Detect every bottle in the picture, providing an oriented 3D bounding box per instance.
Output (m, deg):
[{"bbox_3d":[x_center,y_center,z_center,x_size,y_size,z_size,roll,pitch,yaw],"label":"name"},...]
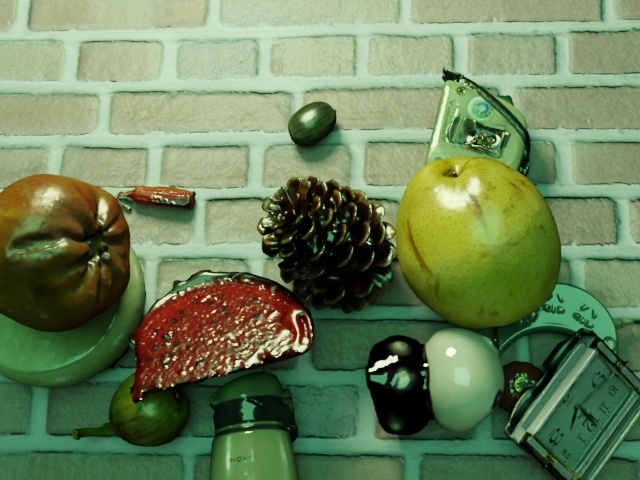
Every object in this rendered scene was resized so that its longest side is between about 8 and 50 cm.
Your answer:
[{"bbox_3d":[-0.118,0.407,1.767,0.169,0.168,0.346,-6,69,3],"label":"bottle"}]

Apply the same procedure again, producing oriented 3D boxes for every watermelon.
[{"bbox_3d":[-0.015,-0.236,1.988,0.111,0.078,0.078,-39,75,-7],"label":"watermelon"}]

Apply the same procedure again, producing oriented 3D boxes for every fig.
[{"bbox_3d":[-0.332,0.327,1.828,0.142,0.148,0.186,47,119,1],"label":"fig"}]

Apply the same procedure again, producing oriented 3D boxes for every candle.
[{"bbox_3d":[-0.330,-0.084,1.989,0.162,0.048,0.053,5,40,6],"label":"candle"}]

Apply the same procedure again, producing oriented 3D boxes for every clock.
[{"bbox_3d":[0.455,0.299,1.751,0.186,0.083,0.253,44,79,-21],"label":"clock"}]

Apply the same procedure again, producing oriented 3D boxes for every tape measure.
[{"bbox_3d":[0.315,-0.210,1.936,0.207,0.115,0.235,12,75,10],"label":"tape measure"}]

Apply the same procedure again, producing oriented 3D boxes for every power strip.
[{"bbox_3d":[0.456,0.162,1.848,0.254,0.054,0.167,5,75,7],"label":"power strip"}]

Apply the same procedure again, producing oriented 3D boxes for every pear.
[{"bbox_3d":[0.283,0.002,1.771,0.315,0.314,0.314,-1,74,4],"label":"pear"}]

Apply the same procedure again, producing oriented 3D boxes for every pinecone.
[{"bbox_3d":[0.001,0.002,1.816,0.246,0.292,0.246,-18,57,30],"label":"pinecone"}]

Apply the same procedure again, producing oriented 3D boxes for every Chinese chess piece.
[{"bbox_3d":[-0.508,0.107,1.890,0.350,0.146,0.349,-1,74,5],"label":"Chinese chess piece"}]

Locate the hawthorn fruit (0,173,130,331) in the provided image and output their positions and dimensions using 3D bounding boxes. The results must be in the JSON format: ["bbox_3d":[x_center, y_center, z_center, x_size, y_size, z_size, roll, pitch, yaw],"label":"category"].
[{"bbox_3d":[-0.484,0.025,1.711,0.298,0.277,0.276,-4,71,34],"label":"hawthorn fruit"}]

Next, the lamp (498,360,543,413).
[{"bbox_3d":[0.364,0.269,1.804,0.101,0.090,0.101,-1,75,5],"label":"lamp"}]

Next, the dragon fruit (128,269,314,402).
[{"bbox_3d":[-0.180,0.167,1.810,0.344,0.100,0.282,-15,46,2],"label":"dragon fruit"}]

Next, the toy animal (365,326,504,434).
[{"bbox_3d":[0.211,0.251,1.770,0.235,0.165,0.187,-10,70,11],"label":"toy animal"}]
